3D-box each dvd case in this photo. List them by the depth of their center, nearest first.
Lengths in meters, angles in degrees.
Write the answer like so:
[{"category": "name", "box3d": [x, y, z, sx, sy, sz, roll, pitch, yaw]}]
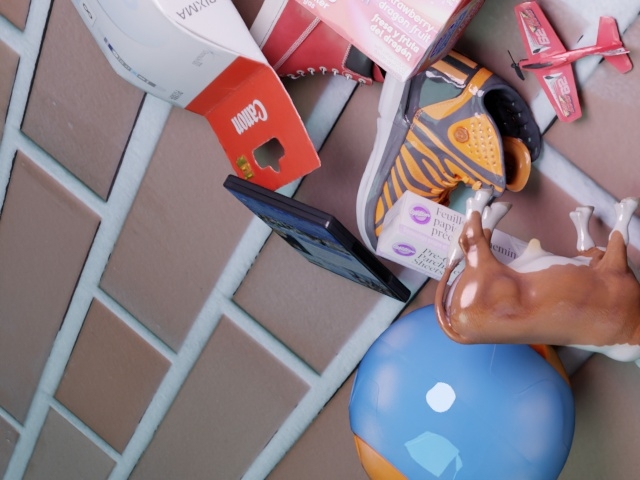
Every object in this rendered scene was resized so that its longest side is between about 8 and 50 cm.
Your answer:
[{"category": "dvd case", "box3d": [0.000, 0.000, 1.655, 0.180, 0.022, 0.253, 22, 168, 35]}]

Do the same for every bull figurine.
[{"category": "bull figurine", "box3d": [0.275, 0.048, 1.395, 0.101, 0.310, 0.188, 154, 117, -68]}]

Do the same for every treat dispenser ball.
[{"category": "treat dispenser ball", "box3d": [0.180, 0.220, 1.603, 0.288, 0.288, 0.288, 24, 138, 23]}]

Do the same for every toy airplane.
[{"category": "toy airplane", "box3d": [0.267, -0.200, 1.343, 0.151, 0.028, 0.151, 23, 139, 22]}]

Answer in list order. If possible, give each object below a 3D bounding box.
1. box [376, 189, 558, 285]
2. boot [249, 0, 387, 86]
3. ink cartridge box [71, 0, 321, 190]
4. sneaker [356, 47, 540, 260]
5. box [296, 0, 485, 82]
[{"category": "box", "box3d": [0.226, 0.040, 1.477, 0.324, 0.063, 0.067, 23, 146, -12]}, {"category": "boot", "box3d": [-0.006, -0.212, 1.533, 0.176, 0.088, 0.244, 38, 140, 3]}, {"category": "ink cartridge box", "box3d": [-0.171, -0.216, 1.544, 0.385, 0.091, 0.308, 60, 161, -4]}, {"category": "sneaker", "box3d": [0.151, -0.072, 1.487, 0.180, 0.124, 0.321, 28, 139, 21]}, {"category": "box", "box3d": [0.031, -0.320, 1.310, 0.300, 0.154, 0.142, 39, 120, 7]}]
